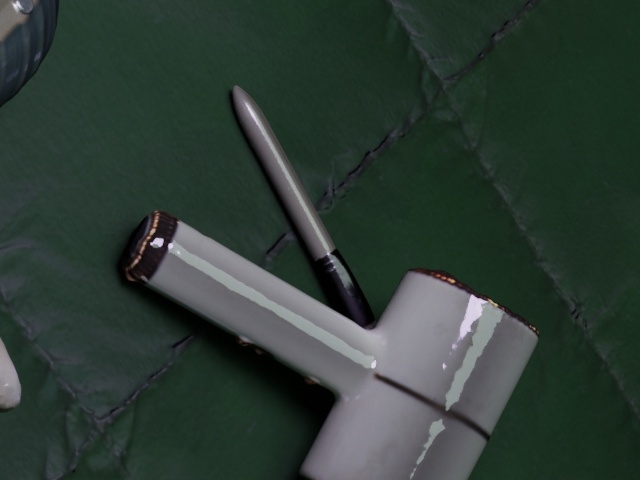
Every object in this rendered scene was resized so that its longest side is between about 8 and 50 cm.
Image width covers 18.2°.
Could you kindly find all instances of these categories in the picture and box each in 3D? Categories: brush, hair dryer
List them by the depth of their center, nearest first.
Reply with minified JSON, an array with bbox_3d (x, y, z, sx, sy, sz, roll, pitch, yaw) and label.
[{"bbox_3d":[-0.017,0.077,1.603,0.362,0.128,0.203,30,83,-15],"label":"hair dryer"},{"bbox_3d":[0.000,0.000,1.697,0.039,0.042,0.299,-28,98,-9],"label":"brush"}]

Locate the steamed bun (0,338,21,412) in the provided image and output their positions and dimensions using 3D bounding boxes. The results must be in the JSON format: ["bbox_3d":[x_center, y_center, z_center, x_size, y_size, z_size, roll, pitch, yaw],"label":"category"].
[{"bbox_3d":[-0.358,0.043,1.269,0.268,0.207,0.280,-28,127,-3],"label":"steamed bun"}]

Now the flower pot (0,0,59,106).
[{"bbox_3d":[-0.293,-0.164,1.406,0.243,0.157,0.189,-34,100,-43],"label":"flower pot"}]
